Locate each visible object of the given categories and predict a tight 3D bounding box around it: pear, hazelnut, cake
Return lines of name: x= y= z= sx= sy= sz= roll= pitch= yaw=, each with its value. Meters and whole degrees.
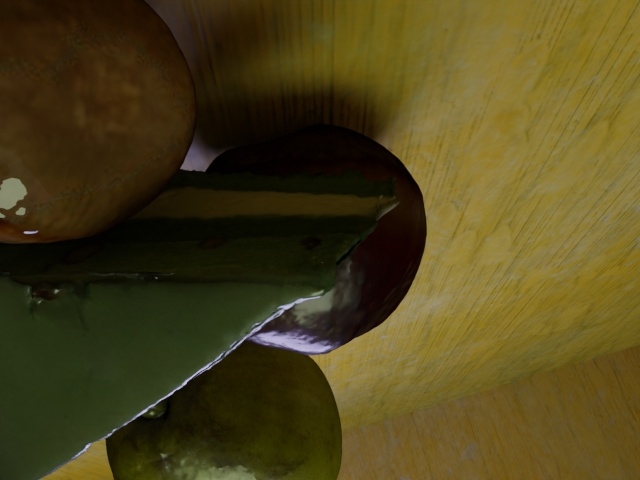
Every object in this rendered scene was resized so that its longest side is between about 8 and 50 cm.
pear: x=-0.132 y=0.243 z=0.946 sx=0.287 sy=0.287 sz=0.375 roll=-23 pitch=149 yaw=15
hazelnut: x=-0.146 y=-0.063 z=0.362 sx=0.150 sy=0.150 sz=0.150 roll=-15 pitch=159 yaw=-6
hazelnut: x=0.000 y=0.000 z=0.578 sx=0.178 sy=0.178 sz=0.204 roll=-29 pitch=166 yaw=27
cake: x=-0.090 y=0.053 z=0.443 sx=0.284 sy=0.172 sz=0.158 roll=-1 pitch=-152 yaw=19
